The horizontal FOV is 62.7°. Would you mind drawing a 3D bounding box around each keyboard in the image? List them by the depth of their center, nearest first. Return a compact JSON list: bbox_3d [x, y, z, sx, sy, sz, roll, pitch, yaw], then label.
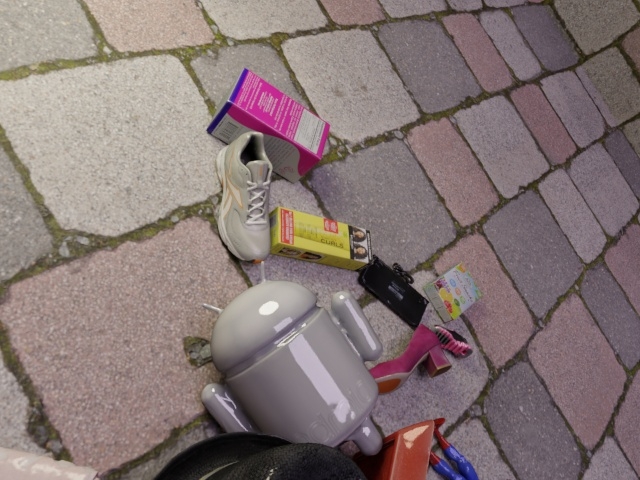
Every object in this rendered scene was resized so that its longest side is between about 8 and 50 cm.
[{"bbox_3d":[0.171,0.106,1.190,0.180,0.023,0.108,41,57,-14],"label":"keyboard"}]

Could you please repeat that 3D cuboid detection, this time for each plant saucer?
[{"bbox_3d":[0.082,0.425,0.824,0.048,0.259,0.258,23,54,-4],"label":"plant saucer"}]

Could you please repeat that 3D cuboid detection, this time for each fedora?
[{"bbox_3d":[-0.044,0.335,0.600,0.334,0.152,0.334,29,30,-19],"label":"fedora"}]

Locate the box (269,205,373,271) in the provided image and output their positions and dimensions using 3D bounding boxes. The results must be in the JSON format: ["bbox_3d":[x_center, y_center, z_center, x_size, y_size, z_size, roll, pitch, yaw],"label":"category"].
[{"bbox_3d":[0.000,0.000,1.093,0.232,0.058,0.087,14,61,-30],"label":"box"}]

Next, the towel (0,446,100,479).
[{"bbox_3d":[-0.444,0.357,0.523,0.332,0.053,0.317,15,57,-4],"label":"towel"}]

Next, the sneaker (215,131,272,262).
[{"bbox_3d":[-0.136,-0.089,0.998,0.099,0.121,0.262,-1,69,-35],"label":"sneaker"}]

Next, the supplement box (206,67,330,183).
[{"bbox_3d":[-0.104,-0.235,1.099,0.220,0.111,0.114,31,53,-21],"label":"supplement box"}]

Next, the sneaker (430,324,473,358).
[{"bbox_3d":[0.299,0.224,1.216,0.119,0.047,0.057,35,30,-18],"label":"sneaker"}]

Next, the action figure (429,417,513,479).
[{"bbox_3d":[0.323,0.488,1.039,0.091,0.139,0.280,-37,94,-40],"label":"action figure"}]

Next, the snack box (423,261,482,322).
[{"bbox_3d":[0.324,0.125,1.279,0.141,0.037,0.100,-26,85,-41],"label":"snack box"}]

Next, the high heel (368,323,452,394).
[{"bbox_3d":[0.157,0.240,1.090,0.244,0.082,0.117,-9,50,-28],"label":"high heel"}]

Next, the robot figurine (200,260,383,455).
[{"bbox_3d":[-0.042,0.212,0.862,0.300,0.200,0.353,-36,91,-9],"label":"robot figurine"}]
